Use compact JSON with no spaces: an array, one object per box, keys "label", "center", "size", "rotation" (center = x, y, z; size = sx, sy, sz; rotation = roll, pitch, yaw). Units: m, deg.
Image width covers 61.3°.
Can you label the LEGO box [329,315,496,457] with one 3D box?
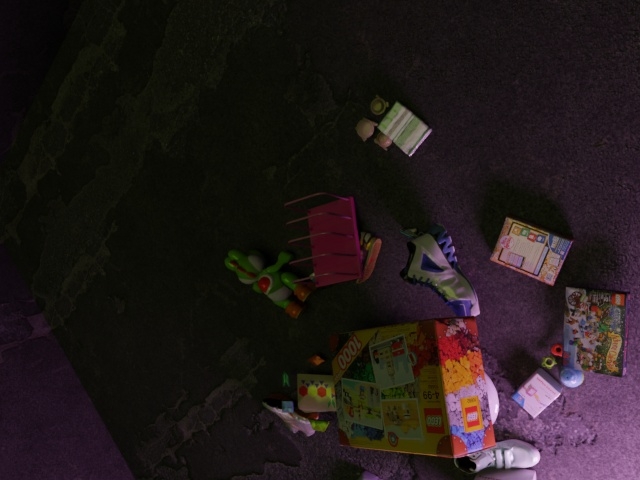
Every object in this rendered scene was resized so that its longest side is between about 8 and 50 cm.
[{"label":"LEGO box","center":[0.263,0.452,1.693],"size":[0.500,0.193,0.373],"rotation":[-23,69,52]}]

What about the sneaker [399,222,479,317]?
[{"label":"sneaker","center":[0.353,0.119,1.701],"size":[0.182,0.127,0.316],"rotation":[-22,80,-5]}]

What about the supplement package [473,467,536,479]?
[{"label":"supplement package","center":[0.554,0.849,1.667],"size":[0.175,0.293,0.178],"rotation":[-2,98,32]}]

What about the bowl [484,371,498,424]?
[{"label":"bowl","center":[0.422,0.538,1.784],"size":[0.297,0.134,0.298],"rotation":[8,105,31]}]

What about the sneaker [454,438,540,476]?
[{"label":"sneaker","center":[0.556,0.704,1.721],"size":[0.255,0.151,0.094],"rotation":[-8,94,32]}]

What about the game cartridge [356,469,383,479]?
[{"label":"game cartridge","center":[0.240,1.028,2.049],"size":[0.297,0.062,0.198],"rotation":[38,121,21]}]

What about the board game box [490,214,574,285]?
[{"label":"board game box","center":[0.623,0.026,1.603],"size":[0.193,0.045,0.147],"rotation":[26,113,26]}]

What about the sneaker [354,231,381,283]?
[{"label":"sneaker","center":[0.148,0.060,1.905],"size":[0.084,0.069,0.186],"rotation":[32,109,33]}]

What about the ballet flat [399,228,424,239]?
[{"label":"ballet flat","center":[0.318,-0.017,1.797],"size":[0.114,0.041,0.041],"rotation":[33,116,22]}]

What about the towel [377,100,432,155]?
[{"label":"towel","center":[0.272,-0.363,1.750],"size":[0.152,0.023,0.113],"rotation":[44,113,11]}]

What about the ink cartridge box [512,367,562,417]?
[{"label":"ink cartridge box","center":[0.666,0.466,1.662],"size":[0.088,0.052,0.122],"rotation":[42,117,19]}]

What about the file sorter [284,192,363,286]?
[{"label":"file sorter","center":[0.000,0.000,1.863],"size":[0.202,0.182,0.291],"rotation":[-15,76,37]}]

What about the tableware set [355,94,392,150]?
[{"label":"tableware set","center":[0.203,-0.390,1.798],"size":[0.141,0.020,0.169],"rotation":[39,115,14]}]

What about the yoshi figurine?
[{"label":"yoshi figurine","center":[-0.194,0.137,2.102],"size":[0.362,0.204,0.203],"rotation":[31,156,8]}]

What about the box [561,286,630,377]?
[{"label":"box","center":[0.771,0.252,1.517],"size":[0.159,0.044,0.233],"rotation":[3,90,41]}]

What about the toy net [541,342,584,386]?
[{"label":"toy net","center":[0.765,0.322,1.579],"size":[0.122,0.045,0.232],"rotation":[51,120,31]}]

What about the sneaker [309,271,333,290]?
[{"label":"sneaker","center":[0.033,0.126,1.991],"size":[0.152,0.058,0.085],"rotation":[-40,81,29]}]

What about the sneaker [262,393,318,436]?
[{"label":"sneaker","center":[-0.131,0.718,2.196],"size":[0.262,0.099,0.121],"rotation":[14,112,31]}]

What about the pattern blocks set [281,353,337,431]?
[{"label":"pattern blocks set","center":[-0.002,0.584,2.076],"size":[0.324,0.026,0.286],"rotation":[6,89,23]}]
